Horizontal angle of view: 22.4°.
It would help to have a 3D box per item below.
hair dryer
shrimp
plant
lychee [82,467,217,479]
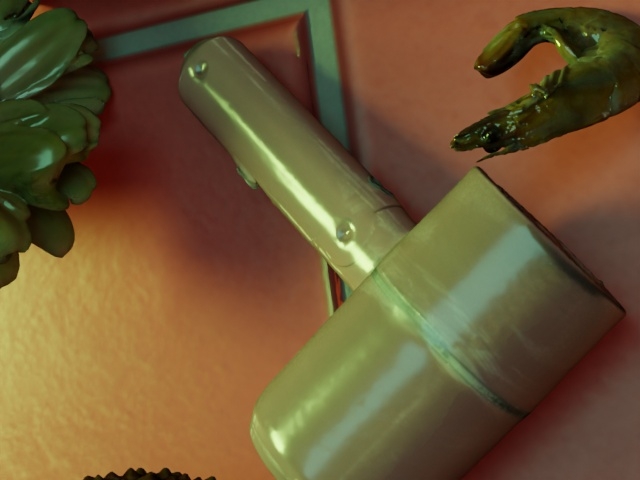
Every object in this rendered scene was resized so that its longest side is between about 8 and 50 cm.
[{"bbox_3d":[0.000,0.000,1.021,0.210,0.125,0.352,-47,60,8],"label":"hair dryer"},{"bbox_3d":[0.134,-0.102,0.983,0.162,0.045,0.095,-25,71,-22],"label":"shrimp"},{"bbox_3d":[-0.316,-0.103,1.061,0.297,0.261,0.305,-19,63,16],"label":"plant"},{"bbox_3d":[-0.116,0.271,0.945,0.271,0.271,0.271,-3,79,19],"label":"lychee"}]
